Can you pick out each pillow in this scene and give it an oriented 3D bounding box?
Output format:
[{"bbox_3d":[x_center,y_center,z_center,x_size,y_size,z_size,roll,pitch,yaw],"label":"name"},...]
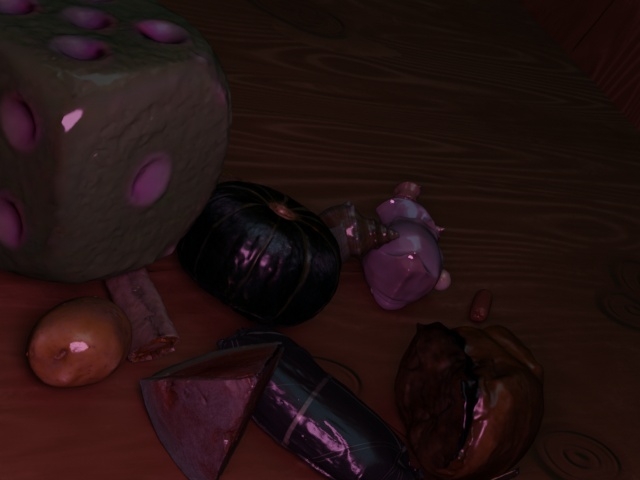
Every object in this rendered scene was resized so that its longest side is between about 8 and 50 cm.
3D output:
[{"bbox_3d":[0.000,0.237,1.825,0.335,0.093,0.161,40,26,8],"label":"pillow"}]

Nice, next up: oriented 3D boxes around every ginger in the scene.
[{"bbox_3d":[0.223,0.246,1.910,0.223,0.200,0.269,15,24,-26],"label":"ginger"}]

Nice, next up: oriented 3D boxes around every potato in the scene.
[{"bbox_3d":[-0.301,0.127,1.679,0.178,0.118,0.109,-53,123,-73],"label":"potato"}]

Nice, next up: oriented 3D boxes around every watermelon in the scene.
[{"bbox_3d":[-0.102,0.206,1.685,0.207,0.136,0.202,-34,22,-24],"label":"watermelon"}]

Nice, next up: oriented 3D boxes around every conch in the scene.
[{"bbox_3d":[0.009,0.010,2.121,0.233,0.114,0.137,-18,9,-20],"label":"conch"}]

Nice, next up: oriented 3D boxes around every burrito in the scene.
[{"bbox_3d":[-0.252,0.085,1.817,0.060,0.087,0.226,17,29,-38],"label":"burrito"}]

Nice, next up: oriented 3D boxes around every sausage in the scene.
[{"bbox_3d":[0.281,0.114,2.332,0.034,0.034,0.083,32,31,-2],"label":"sausage"}]

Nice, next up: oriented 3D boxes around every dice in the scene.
[{"bbox_3d":[-0.335,-0.155,1.784,0.330,0.322,0.318,31,33,29],"label":"dice"}]

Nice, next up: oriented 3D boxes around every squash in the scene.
[{"bbox_3d":[-0.089,0.020,1.956,0.252,0.165,0.252,28,19,-10],"label":"squash"}]

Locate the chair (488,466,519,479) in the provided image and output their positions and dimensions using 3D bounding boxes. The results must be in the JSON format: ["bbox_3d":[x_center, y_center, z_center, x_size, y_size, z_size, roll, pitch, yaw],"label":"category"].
[{"bbox_3d":[0.117,0.391,1.578,0.170,0.325,0.160,49,28,-37],"label":"chair"}]

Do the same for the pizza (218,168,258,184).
[{"bbox_3d":[-0.212,-0.106,2.145,0.204,0.081,0.188,31,5,15],"label":"pizza"}]

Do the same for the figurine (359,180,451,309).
[{"bbox_3d":[0.141,0.008,2.252,0.200,0.133,0.276,25,30,-9],"label":"figurine"}]
